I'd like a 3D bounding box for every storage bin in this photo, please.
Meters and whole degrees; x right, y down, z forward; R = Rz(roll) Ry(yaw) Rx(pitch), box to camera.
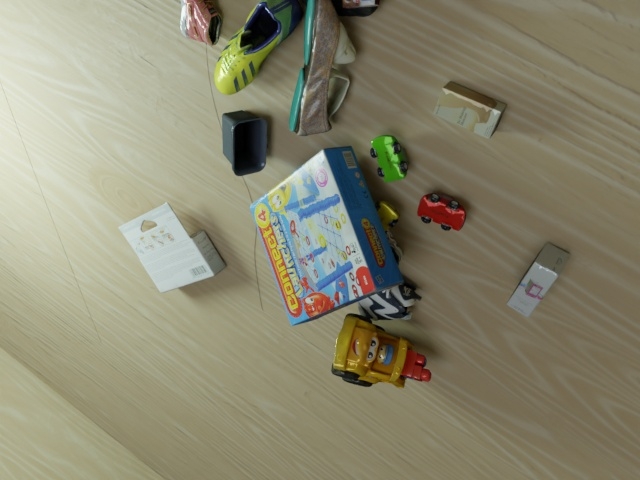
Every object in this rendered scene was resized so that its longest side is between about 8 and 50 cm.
[{"bbox_3d":[-0.176,-0.232,1.365,0.091,0.098,0.135,45,141,41],"label":"storage bin"}]

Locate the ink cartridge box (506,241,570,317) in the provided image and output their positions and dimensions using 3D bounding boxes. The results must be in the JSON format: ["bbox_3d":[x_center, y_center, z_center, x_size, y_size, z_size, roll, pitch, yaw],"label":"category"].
[{"bbox_3d":[0.422,0.075,1.156,0.052,0.088,0.122,33,132,15],"label":"ink cartridge box"}]

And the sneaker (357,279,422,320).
[{"bbox_3d":[0.152,0.093,1.347,0.153,0.094,0.234,7,122,29],"label":"sneaker"}]

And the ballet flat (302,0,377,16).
[{"bbox_3d":[0.034,-0.451,1.113,0.173,0.049,0.057,20,157,28],"label":"ballet flat"}]

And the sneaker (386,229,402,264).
[{"bbox_3d":[0.146,0.013,1.310,0.038,0.069,0.098,-38,99,22],"label":"sneaker"}]

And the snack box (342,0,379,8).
[{"bbox_3d":[0.071,-0.498,1.029,0.064,0.022,0.178,7,105,29],"label":"snack box"}]

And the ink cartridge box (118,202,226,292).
[{"bbox_3d":[-0.430,0.018,1.712,0.275,0.060,0.238,-18,107,41],"label":"ink cartridge box"}]

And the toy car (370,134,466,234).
[{"bbox_3d":[0.167,-0.115,1.225,0.239,0.053,0.224,-9,111,33],"label":"toy car"}]

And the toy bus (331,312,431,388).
[{"bbox_3d":[0.150,0.273,1.384,0.212,0.149,0.220,11,163,23],"label":"toy bus"}]

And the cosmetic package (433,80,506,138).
[{"bbox_3d":[0.271,-0.238,1.085,0.115,0.041,0.060,27,131,17],"label":"cosmetic package"}]

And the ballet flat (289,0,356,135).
[{"bbox_3d":[0.009,-0.341,1.159,0.106,0.107,0.315,3,138,-10],"label":"ballet flat"}]

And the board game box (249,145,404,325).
[{"bbox_3d":[0.000,0.000,1.299,0.302,0.086,0.308,-31,76,47],"label":"board game box"}]

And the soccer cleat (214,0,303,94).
[{"bbox_3d":[-0.151,-0.393,1.212,0.093,0.121,0.289,51,133,-5],"label":"soccer cleat"}]

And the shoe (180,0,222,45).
[{"bbox_3d":[-0.249,-0.501,1.251,0.081,0.063,0.177,26,135,16],"label":"shoe"}]
